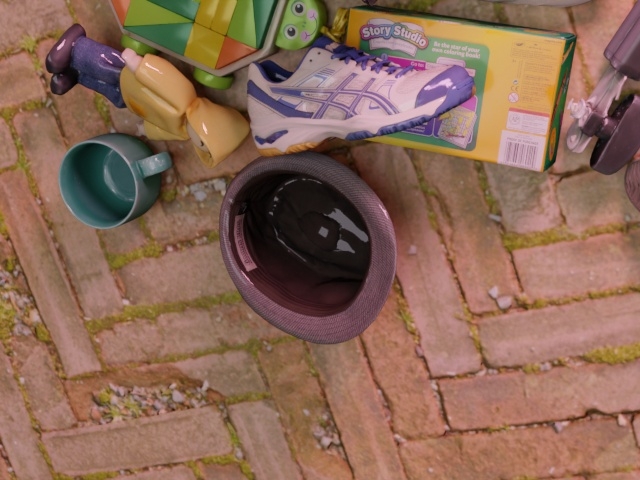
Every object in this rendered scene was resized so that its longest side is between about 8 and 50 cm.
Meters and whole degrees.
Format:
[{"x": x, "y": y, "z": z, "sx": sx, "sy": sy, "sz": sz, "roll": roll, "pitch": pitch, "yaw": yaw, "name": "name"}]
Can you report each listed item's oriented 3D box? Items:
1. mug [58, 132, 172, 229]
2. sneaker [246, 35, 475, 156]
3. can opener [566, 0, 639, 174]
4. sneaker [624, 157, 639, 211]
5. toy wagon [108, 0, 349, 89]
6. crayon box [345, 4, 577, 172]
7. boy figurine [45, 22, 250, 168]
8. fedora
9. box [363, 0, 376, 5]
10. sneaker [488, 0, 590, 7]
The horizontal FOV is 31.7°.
[{"x": -0.280, "y": -0.085, "z": 1.605, "sx": 0.157, "sy": 0.097, "sz": 0.129, "roll": 18, "pitch": 111, "yaw": 17, "name": "mug"}, {"x": 0.036, "y": -0.188, "z": 1.361, "sx": 0.296, "sy": 0.112, "sz": 0.131, "roll": -9, "pitch": 100, "yaw": 24, "name": "sneaker"}, {"x": 0.381, "y": -0.215, "z": 1.339, "sx": 0.093, "sy": 0.074, "sz": 0.280, "roll": 21, "pitch": 113, "yaw": -11, "name": "can opener"}, {"x": 0.478, "y": -0.051, "z": 1.340, "sx": 0.222, "sy": 0.118, "sz": 0.083, "roll": 25, "pitch": 117, "yaw": 45, "name": "sneaker"}, {"x": -0.125, "y": -0.338, "z": 1.497, "sx": 0.344, "sy": 0.068, "sz": 0.267, "roll": 26, "pitch": 112, "yaw": 13, "name": "toy wagon"}, {"x": 0.165, "y": -0.195, "z": 1.414, "sx": 0.278, "sy": 0.081, "sz": 0.165, "roll": 12, "pitch": 108, "yaw": 18, "name": "crayon box"}, {"x": -0.231, "y": -0.186, "z": 1.547, "sx": 0.285, "sy": 0.092, "sz": 0.177, "roll": 29, "pitch": 152, "yaw": 8, "name": "boy figurine"}, {"x": 0.000, "y": 0.000, "z": 1.505, "sx": 0.275, "sy": 0.124, "sz": 0.244, "roll": 25, "pitch": 109, "yaw": 22, "name": "fedora"}, {"x": 0.034, "y": -0.507, "z": 1.242, "sx": 0.318, "sy": 0.097, "sz": 0.395, "roll": -44, "pitch": 73, "yaw": 4, "name": "box"}, {"x": 0.244, "y": -0.309, "z": 1.340, "sx": 0.212, "sy": 0.094, "sz": 0.080, "roll": 2, "pitch": 110, "yaw": 25, "name": "sneaker"}]
